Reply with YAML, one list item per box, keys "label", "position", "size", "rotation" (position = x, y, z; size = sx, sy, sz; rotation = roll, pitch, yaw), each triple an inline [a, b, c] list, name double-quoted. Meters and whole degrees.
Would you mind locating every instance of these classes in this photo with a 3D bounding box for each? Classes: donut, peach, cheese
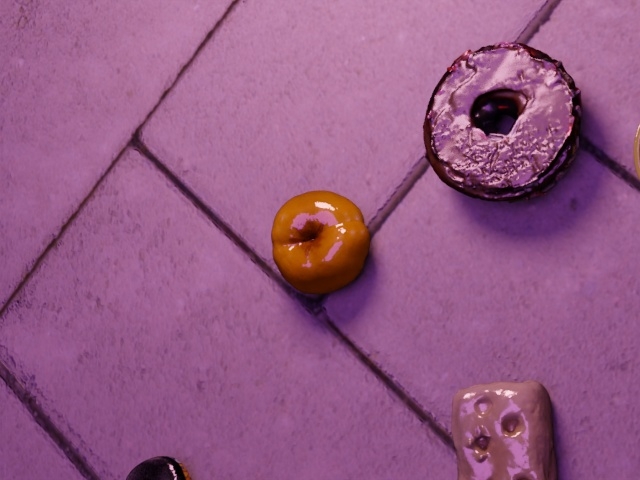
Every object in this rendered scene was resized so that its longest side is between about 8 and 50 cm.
- label: "donut"
  position: [0.291, -0.185, 1.969]
  size: [0.269, 0.103, 0.270]
  rotation: [-5, 78, 21]
- label: "peach"
  position: [0.000, 0.000, 2.068]
  size: [0.179, 0.103, 0.179]
  rotation: [-4, 81, 26]
- label: "cheese"
  position: [0.278, 0.347, 1.881]
  size: [0.159, 0.093, 0.263]
  rotation: [-9, 77, 24]

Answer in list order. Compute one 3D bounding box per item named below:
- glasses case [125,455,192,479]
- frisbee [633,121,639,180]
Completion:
- label: "glasses case"
  position: [-0.237, 0.521, 2.089]
  size: [0.122, 0.082, 0.321]
  rotation: [-31, 70, 17]
- label: "frisbee"
  position: [0.592, -0.141, 1.868]
  size: [0.236, 0.017, 0.236]
  rotation: [-5, 79, 24]
